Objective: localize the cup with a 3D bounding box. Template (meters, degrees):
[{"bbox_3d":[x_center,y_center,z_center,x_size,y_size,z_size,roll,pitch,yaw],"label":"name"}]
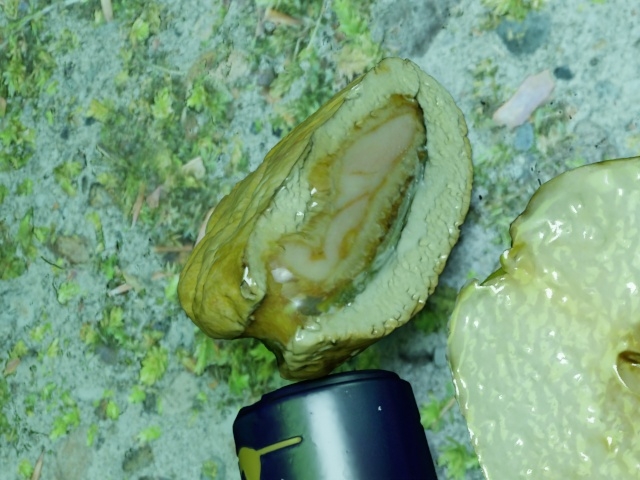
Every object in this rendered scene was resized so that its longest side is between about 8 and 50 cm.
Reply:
[{"bbox_3d":[-0.006,0.266,1.333,0.255,0.178,0.256,-24,71,29],"label":"cup"}]

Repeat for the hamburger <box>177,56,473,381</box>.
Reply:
[{"bbox_3d":[-0.003,0.000,1.331,0.162,0.330,0.209,40,139,-13],"label":"hamburger"}]

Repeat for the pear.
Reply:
[{"bbox_3d":[0.302,0.114,1.128,0.386,0.191,0.340,43,109,27],"label":"pear"}]
